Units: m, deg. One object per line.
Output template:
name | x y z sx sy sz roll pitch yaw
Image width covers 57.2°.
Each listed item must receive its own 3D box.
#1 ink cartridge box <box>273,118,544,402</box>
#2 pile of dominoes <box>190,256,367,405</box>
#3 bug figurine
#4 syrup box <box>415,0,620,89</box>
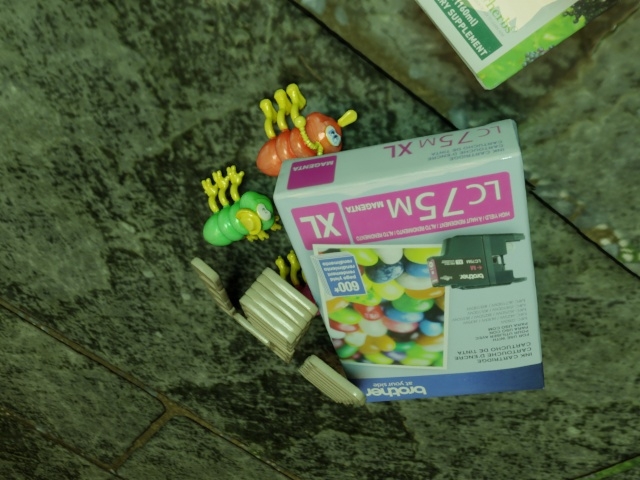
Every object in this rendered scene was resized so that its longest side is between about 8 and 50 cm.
ink cartridge box | 0.096 0.055 0.525 0.185 0.065 0.311 -8 129 16
pile of dominoes | -0.035 0.093 0.609 0.196 0.040 0.251 38 166 7
bug figurine | 0.000 0.000 0.582 0.216 0.072 0.279 -24 117 34
syrup box | 0.170 -0.205 0.336 0.093 0.096 0.237 44 130 -17
